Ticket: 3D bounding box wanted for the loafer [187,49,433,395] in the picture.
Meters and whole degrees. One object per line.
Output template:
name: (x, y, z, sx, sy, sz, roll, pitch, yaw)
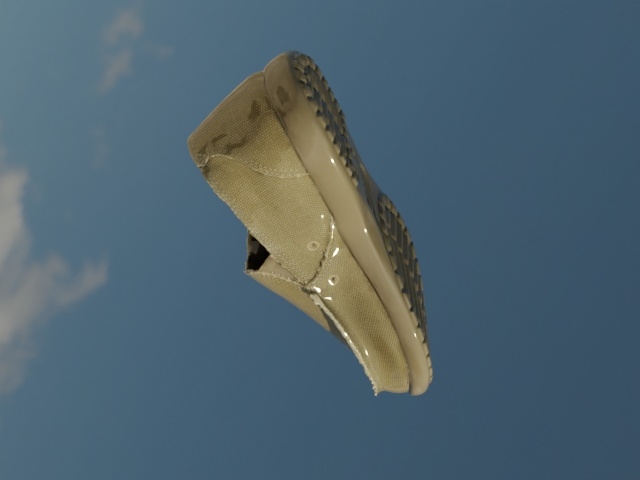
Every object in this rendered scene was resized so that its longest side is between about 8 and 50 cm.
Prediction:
loafer: (0.000, 0.000, 0.483, 0.050, 0.148, 0.056, -17, -144, 13)
